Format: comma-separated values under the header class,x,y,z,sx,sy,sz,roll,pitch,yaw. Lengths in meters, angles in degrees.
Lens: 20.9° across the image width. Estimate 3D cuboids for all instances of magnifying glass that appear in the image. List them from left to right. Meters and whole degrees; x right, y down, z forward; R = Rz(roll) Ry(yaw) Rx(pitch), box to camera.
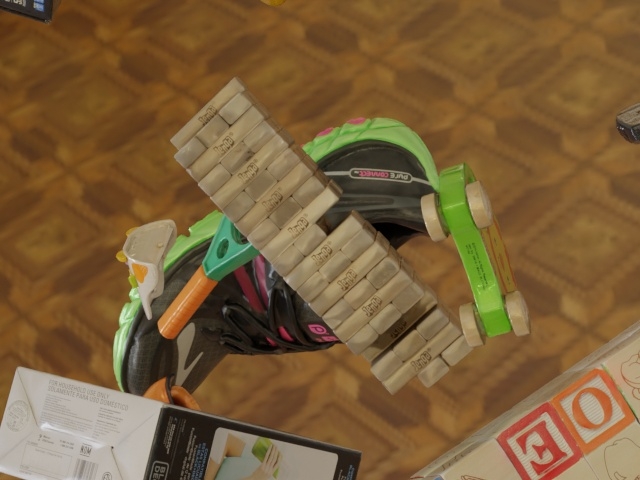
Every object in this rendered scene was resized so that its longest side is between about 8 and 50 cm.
class,x,y,z,sx,sy,sz,roll,pitch,yaw
magnifying glass,-0.105,0.017,1.851,0.231,0.026,0.092,-53,36,26

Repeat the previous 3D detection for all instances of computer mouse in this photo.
class,x,y,z,sx,sy,sz,roll,pitch,yaw
computer mouse,0.428,-0.131,2.163,0.071,0.041,0.242,-24,16,-1

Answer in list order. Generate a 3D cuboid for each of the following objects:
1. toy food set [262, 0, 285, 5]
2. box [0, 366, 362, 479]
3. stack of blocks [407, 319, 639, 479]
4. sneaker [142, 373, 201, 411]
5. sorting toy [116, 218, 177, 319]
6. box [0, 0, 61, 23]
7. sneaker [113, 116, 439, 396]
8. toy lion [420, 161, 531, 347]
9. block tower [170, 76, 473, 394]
class,x,y,z,sx,sy,sz,roll,pitch,yaw
toy food set,-0.013,-0.318,1.509,0.111,0.232,0.104,34,56,6
box,-0.115,0.185,1.467,0.169,0.290,0.087,9,82,37
stack of blocks,0.195,0.166,1.114,0.297,0.171,0.087,-32,-2,-14
sneaker,-0.215,0.247,1.989,0.180,0.125,0.321,-42,12,-18
sorting toy,-0.164,0.033,1.657,0.044,0.075,0.083,-1,31,10
box,-0.271,-0.282,1.409,0.147,0.180,0.078,18,51,0
sneaker,-0.054,0.058,2.038,0.483,0.185,0.202,-41,65,18
toy lion,0.083,0.004,0.896,0.034,0.100,0.096,-16,21,13
block tower,0.000,0.000,1.631,0.091,0.335,0.097,-43,2,6
